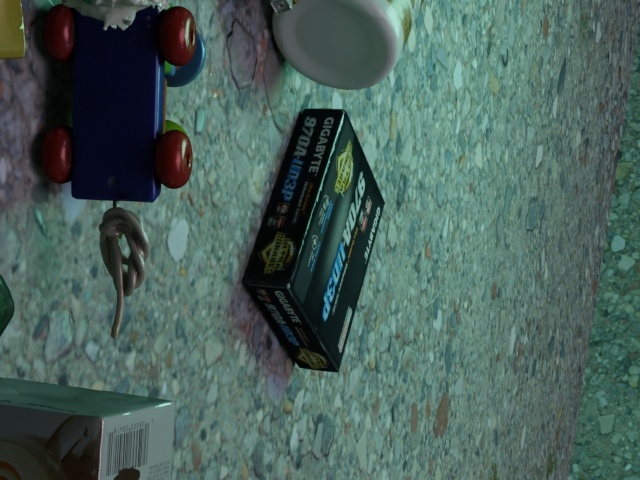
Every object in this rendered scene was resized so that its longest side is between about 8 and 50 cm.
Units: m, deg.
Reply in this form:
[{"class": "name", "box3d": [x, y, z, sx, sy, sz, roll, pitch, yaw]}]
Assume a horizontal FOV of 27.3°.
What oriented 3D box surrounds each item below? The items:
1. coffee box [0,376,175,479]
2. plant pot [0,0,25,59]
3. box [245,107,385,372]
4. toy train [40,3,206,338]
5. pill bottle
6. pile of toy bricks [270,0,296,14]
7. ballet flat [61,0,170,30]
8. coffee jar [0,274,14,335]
[{"class": "coffee box", "box3d": [-0.184, 0.222, 0.855, 0.098, 0.141, 0.247, -1, 96, -68]}, {"class": "plant pot", "box3d": [-0.232, -0.142, 0.760, 0.083, 0.081, 0.081, -22, 115, -52]}, {"class": "box", "box3d": [0.000, 0.000, 1.374, 0.175, 0.051, 0.220, 63, 37, -51]}, {"class": "toy train", "box3d": [-0.136, -0.060, 0.990, 0.143, 0.105, 0.248, -26, 119, -80]}, {"class": "pill bottle", "box3d": [0.047, -0.272, 1.335, 0.131, 0.131, 0.229, 71, 32, -44]}, {"class": "pile of toy bricks", "box3d": [-0.039, -0.317, 1.158, 0.105, 0.118, 0.212, -89, 155, -43]}, {"class": "ballet flat", "box3d": [-0.064, -0.267, 0.945, 0.409, 0.147, 0.147, -45, 135, -48]}, {"class": "coffee jar", "box3d": [-0.250, 0.086, 0.725, 0.079, 0.096, 0.184, 66, 34, -44]}]
